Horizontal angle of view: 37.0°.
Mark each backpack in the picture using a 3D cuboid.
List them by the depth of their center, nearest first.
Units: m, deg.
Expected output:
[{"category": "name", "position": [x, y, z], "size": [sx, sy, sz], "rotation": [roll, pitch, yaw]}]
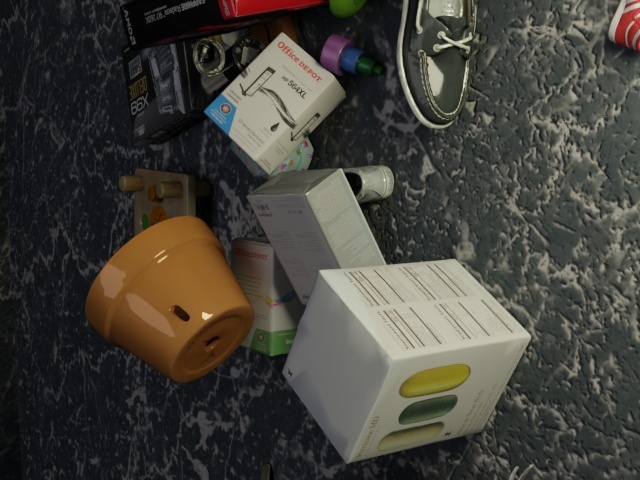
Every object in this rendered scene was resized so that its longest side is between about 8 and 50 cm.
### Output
[{"category": "backpack", "position": [-0.096, -0.186, 1.809], "size": [0.182, 0.115, 0.152], "rotation": [52, 129, 34]}]

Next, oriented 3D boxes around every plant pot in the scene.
[{"category": "plant pot", "position": [-0.261, 0.127, 1.793], "size": [0.203, 0.291, 0.291], "rotation": [43, 128, 23]}]

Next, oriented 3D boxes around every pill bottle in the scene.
[{"category": "pill bottle", "position": [-0.203, -0.440, 1.981], "size": [0.116, 0.065, 0.065], "rotation": [28, 115, 51]}]

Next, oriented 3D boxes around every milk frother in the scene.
[{"category": "milk frother", "position": [-0.194, -0.329, 1.815], "size": [0.134, 0.143, 0.129], "rotation": [-22, 37, 53]}]

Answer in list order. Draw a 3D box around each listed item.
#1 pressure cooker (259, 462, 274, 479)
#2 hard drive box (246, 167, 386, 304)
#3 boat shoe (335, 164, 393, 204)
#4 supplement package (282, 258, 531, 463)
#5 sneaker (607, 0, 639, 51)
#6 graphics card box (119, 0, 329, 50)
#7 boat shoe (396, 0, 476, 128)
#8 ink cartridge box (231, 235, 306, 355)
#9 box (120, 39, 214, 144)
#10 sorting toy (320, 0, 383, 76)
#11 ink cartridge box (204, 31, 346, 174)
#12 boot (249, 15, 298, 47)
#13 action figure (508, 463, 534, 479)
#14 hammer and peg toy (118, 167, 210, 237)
[{"category": "pressure cooker", "position": [-0.015, 0.554, 1.408], "size": [0.370, 0.420, 0.376], "rotation": [-84, -6, -75]}, {"category": "hard drive box", "position": [0.000, 0.000, 1.626], "size": [0.181, 0.089, 0.232], "rotation": [4, 125, 54]}, {"category": "boat shoe", "position": [0.030, -0.092, 1.668], "size": [0.227, 0.081, 0.079], "rotation": [-11, 84, 54]}, {"category": "supplement package", "position": [0.122, 0.169, 1.404], "size": [0.198, 0.262, 0.199], "rotation": [49, 131, 41]}, {"category": "sneaker", "position": [0.400, -0.290, 1.170], "size": [0.067, 0.042, 0.118], "rotation": [48, 137, 46]}, {"category": "graphics card box", "position": [-0.165, -0.418, 1.676], "size": [0.371, 0.232, 0.094], "rotation": [2, 108, 51]}, {"category": "boat shoe", "position": [0.178, -0.321, 1.418], "size": [0.091, 0.114, 0.303], "rotation": [-12, 83, 60]}, {"category": "ink cartridge box", "position": [-0.101, 0.103, 1.857], "size": [0.154, 0.093, 0.212], "rotation": [8, 101, 53]}, {"category": "box", "position": [-0.346, -0.371, 2.174], "size": [0.307, 0.076, 0.243], "rotation": [-16, 80, 53]}, {"category": "sorting toy", "position": [0.101, -0.431, 1.557], "size": [0.126, 0.127, 0.366], "rotation": [24, 118, 19]}, {"category": "ink cartridge box", "position": [-0.080, -0.244, 1.694], "size": [0.203, 0.086, 0.148], "rotation": [-46, 67, 0]}, {"category": "boot", "position": [-0.079, -0.457, 1.783], "size": [0.264, 0.096, 0.281], "rotation": [-14, 82, 52]}, {"category": "action figure", "position": [0.281, 0.458, 1.315], "size": [0.164, 0.141, 0.276], "rotation": [-40, 62, 61]}, {"category": "hammer and peg toy", "position": [-0.353, 0.021, 2.174], "size": [0.266, 0.127, 0.361], "rotation": [10, 100, 52]}]
